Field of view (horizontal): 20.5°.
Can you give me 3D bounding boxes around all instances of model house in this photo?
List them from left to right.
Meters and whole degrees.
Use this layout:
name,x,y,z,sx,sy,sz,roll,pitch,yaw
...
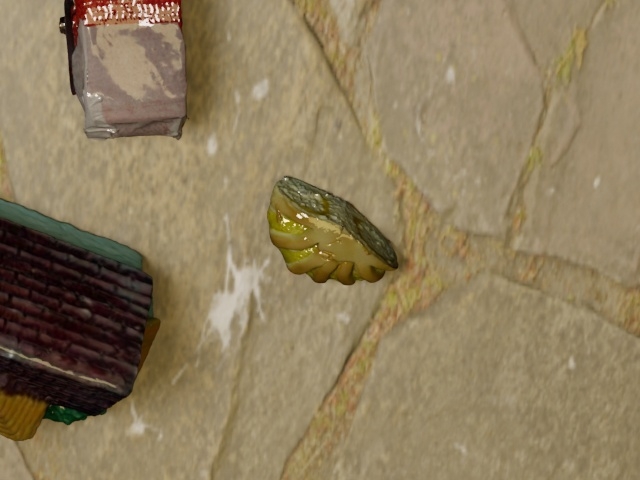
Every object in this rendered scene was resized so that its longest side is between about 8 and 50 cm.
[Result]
name,x,y,z,sx,sy,sz,roll,pitch,yaw
model house,-0.310,0.109,1.807,0.280,0.249,0.230,20,108,-14

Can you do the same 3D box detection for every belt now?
name,x,y,z,sx,sy,sz,roll,pitch,yaw
belt,-0.197,-0.196,1.768,0.124,0.128,0.201,-3,113,-6

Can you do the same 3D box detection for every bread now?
name,x,y,z,sx,sy,sz,roll,pitch,yaw
bread,0.000,0.000,1.903,0.094,0.083,0.157,-35,113,20
